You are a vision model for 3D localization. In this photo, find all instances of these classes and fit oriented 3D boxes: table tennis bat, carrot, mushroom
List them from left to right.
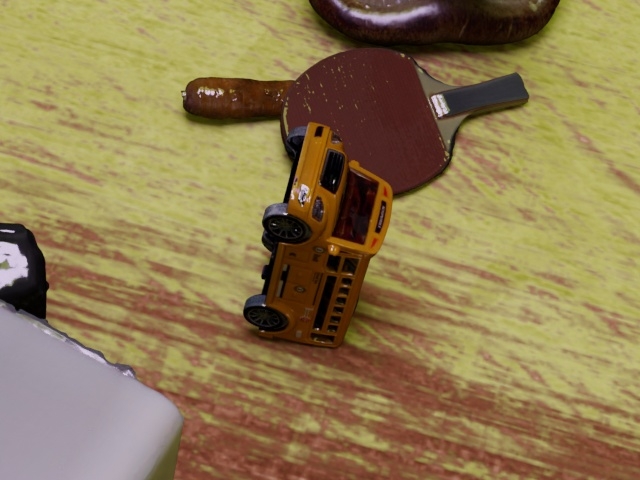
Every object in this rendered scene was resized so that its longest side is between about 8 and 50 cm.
[{"bbox_3d":[-0.035,-0.118,1.502,0.165,0.035,0.035,-1,57,-14],"label":"carrot"},{"bbox_3d":[0.071,-0.104,1.500,0.220,0.019,0.130,-15,75,-20],"label":"table tennis bat"},{"bbox_3d":[0.106,-0.232,1.477,0.227,0.217,0.148,-8,93,-7],"label":"mushroom"}]

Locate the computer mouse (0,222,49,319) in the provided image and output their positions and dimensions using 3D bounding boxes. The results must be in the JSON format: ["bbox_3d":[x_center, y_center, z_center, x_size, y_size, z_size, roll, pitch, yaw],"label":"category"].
[{"bbox_3d":[-0.327,0.049,1.279,0.269,0.170,0.100,-15,75,-19],"label":"computer mouse"}]

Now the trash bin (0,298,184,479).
[{"bbox_3d":[-0.250,0.222,1.120,0.256,0.296,0.367,27,52,12],"label":"trash bin"}]

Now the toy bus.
[{"bbox_3d":[0.000,0.000,1.335,0.088,0.194,0.083,15,58,-1],"label":"toy bus"}]
